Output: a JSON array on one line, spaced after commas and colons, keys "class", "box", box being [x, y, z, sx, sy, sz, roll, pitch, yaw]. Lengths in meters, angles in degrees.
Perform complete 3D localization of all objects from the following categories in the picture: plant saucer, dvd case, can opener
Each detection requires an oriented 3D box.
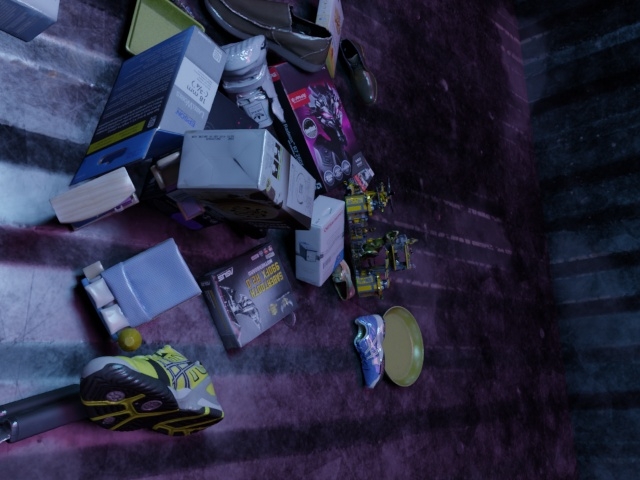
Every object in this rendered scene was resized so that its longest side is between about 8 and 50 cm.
[{"class": "plant saucer", "box": [-0.365, -0.461, 1.575, 0.188, 0.045, 0.188, 29, 58, -43]}, {"class": "dvd case", "box": [0.123, -0.203, 2.115, 0.087, 0.013, 0.119, 55, 45, -25]}, {"class": "plant saucer", "box": [0.234, 0.321, 2.075, 0.241, 0.037, 0.241, 19, 64, -46]}, {"class": "can opener", "box": [-0.521, 0.326, 1.152, 0.283, 0.076, 0.095, -9, 118, -52]}]

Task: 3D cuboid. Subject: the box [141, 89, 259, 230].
[{"class": "box", "box": [-0.264, -0.182, 1.536, 0.165, 0.143, 0.270, 35, 53, -40]}]

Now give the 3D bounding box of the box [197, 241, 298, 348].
[{"class": "box", "box": [-0.168, 0.127, 1.631, 0.231, 0.056, 0.183, -30, 102, -50]}]

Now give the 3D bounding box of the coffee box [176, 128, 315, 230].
[{"class": "coffee box", "box": [-0.135, -0.113, 1.364, 0.297, 0.168, 0.119, 36, 58, -67]}]

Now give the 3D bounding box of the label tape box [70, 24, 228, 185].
[{"class": "label tape box", "box": [-0.342, -0.246, 1.386, 0.106, 0.240, 0.334, 38, 53, -40]}]

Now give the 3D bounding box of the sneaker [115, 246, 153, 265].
[{"class": "sneaker", "box": [-0.358, 0.048, 1.422, 0.144, 0.059, 0.053, -34, 103, -50]}]

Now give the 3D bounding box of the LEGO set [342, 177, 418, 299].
[{"class": "LEGO set", "box": [0.177, -0.011, 1.885, 0.255, 0.192, 0.331, -73, 155, -85]}]

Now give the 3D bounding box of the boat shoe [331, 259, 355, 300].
[{"class": "boat shoe", "box": [0.057, 0.105, 1.914, 0.045, 0.050, 0.135, -42, 112, -54]}]

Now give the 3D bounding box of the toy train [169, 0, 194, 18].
[{"class": "toy train", "box": [-0.359, -0.585, 1.635, 0.158, 0.027, 0.036, 48, 36, -29]}]

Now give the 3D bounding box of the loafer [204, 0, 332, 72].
[{"class": "loafer", "box": [-0.123, -0.577, 1.769, 0.366, 0.130, 0.134, 21, 45, -25]}]

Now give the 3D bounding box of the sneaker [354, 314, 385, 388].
[{"class": "sneaker", "box": [0.133, 0.314, 1.940, 0.081, 0.080, 0.211, 9, 71, -26]}]

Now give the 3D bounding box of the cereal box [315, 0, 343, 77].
[{"class": "cereal box", "box": [0.025, -0.632, 2.037, 0.173, 0.047, 0.240, 70, 26, -62]}]

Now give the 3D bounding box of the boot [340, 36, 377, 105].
[{"class": "boot", "box": [0.112, -0.528, 2.130, 0.106, 0.082, 0.219, 9, 61, -64]}]

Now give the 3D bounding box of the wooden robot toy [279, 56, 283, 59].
[{"class": "wooden robot toy", "box": [-0.074, -0.575, 1.947, 0.173, 0.076, 0.079, -35, 96, -50]}]

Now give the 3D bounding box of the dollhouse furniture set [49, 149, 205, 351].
[{"class": "dollhouse furniture set", "box": [-0.312, 0.021, 1.271, 0.286, 0.198, 0.303, -26, 94, -13]}]

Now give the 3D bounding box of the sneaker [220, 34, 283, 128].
[{"class": "sneaker", "box": [-0.164, -0.364, 1.620, 0.366, 0.137, 0.210, -109, -179, -75]}]

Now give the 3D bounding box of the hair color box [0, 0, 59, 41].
[{"class": "hair color box", "box": [-0.649, -0.527, 1.197, 0.374, 0.113, 0.185, 20, 64, -47]}]

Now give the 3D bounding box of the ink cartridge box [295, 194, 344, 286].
[{"class": "ink cartridge box", "box": [0.000, 0.000, 1.786, 0.139, 0.082, 0.191, -47, 146, -46]}]

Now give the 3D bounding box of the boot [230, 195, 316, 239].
[{"class": "boot", "box": [-0.127, -0.083, 1.712, 0.246, 0.094, 0.207, 40, 50, -33]}]

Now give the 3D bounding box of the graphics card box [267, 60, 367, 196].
[{"class": "graphics card box", "box": [-0.022, -0.327, 1.914, 0.233, 0.094, 0.371, -35, 107, -49]}]

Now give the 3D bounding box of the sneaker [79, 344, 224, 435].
[{"class": "sneaker", "box": [-0.328, 0.275, 1.308, 0.147, 0.145, 0.385, 68, 9, 29]}]
